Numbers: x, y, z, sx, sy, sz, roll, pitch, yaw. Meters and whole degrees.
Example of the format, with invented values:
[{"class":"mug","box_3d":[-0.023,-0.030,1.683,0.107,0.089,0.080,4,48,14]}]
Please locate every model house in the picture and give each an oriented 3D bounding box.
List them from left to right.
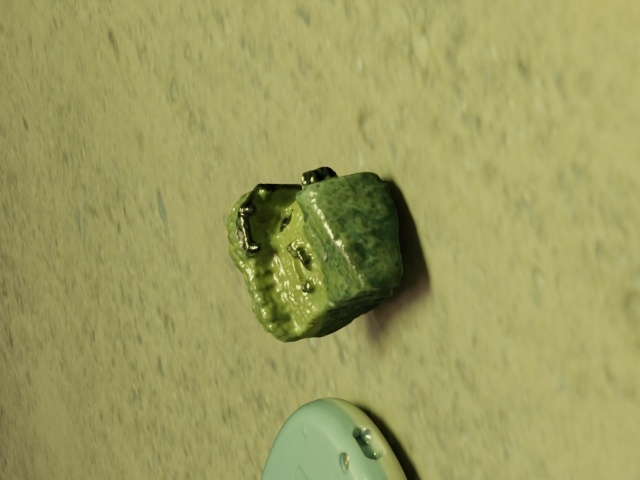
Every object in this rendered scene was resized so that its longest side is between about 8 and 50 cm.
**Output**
[{"class":"model house","box_3d":[0.000,0.000,0.787,0.083,0.066,0.079,-43,61,62]}]

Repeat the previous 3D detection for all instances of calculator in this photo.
[{"class":"calculator","box_3d":[0.006,0.220,0.899,0.188,0.042,0.303,54,144,45]}]
